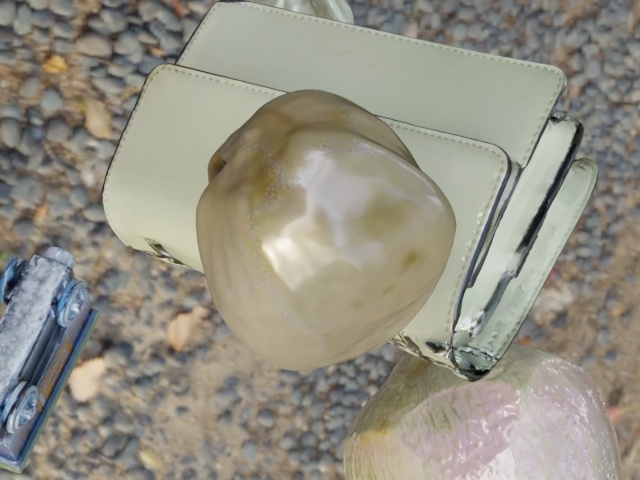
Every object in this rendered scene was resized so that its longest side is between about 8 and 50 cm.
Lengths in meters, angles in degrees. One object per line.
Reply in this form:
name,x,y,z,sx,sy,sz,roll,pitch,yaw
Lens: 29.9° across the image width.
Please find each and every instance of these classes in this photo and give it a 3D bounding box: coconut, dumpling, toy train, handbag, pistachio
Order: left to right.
toy train,-0.412,0.166,1.664,0.202,0.131,0.300,99,14,-64
dumpling,-0.032,-0.247,1.246,0.111,0.181,0.155,-46,124,-43
pistachio,0.000,0.000,0.731,0.238,0.153,0.138,103,9,-63
handbag,0.015,-0.051,0.998,0.237,0.358,0.160,-61,147,-16
coconut,0.218,0.299,1.653,0.404,0.404,0.405,-10,106,-37
